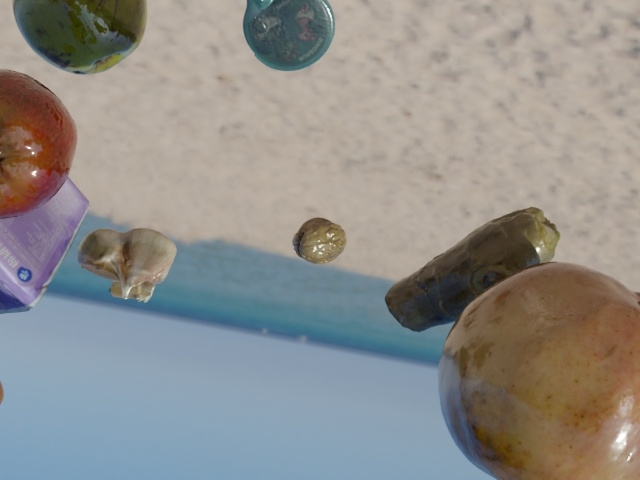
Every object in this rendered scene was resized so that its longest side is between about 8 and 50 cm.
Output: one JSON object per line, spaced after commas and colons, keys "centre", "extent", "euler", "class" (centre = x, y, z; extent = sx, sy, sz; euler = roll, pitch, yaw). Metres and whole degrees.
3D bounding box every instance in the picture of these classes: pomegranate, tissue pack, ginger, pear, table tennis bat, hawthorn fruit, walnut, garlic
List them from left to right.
{"centre": [-0.541, -0.075, 2.026], "extent": [0.160, 0.242, 0.338], "euler": [-10, 131, 33], "class": "tissue pack"}
{"centre": [-0.398, -0.125, 1.649], "extent": [0.196, 0.196, 0.225], "euler": [10, -168, 3], "class": "hawthorn fruit"}
{"centre": [-0.472, -0.466, 2.580], "extent": [0.283, 0.283, 0.283], "euler": [10, 175, 1], "class": "pear"}
{"centre": [-0.328, 0.035, 2.170], "extent": [0.174, 0.124, 0.099], "euler": [10, 176, 11], "class": "garlic"}
{"centre": [-0.068, -0.314, 1.747], "extent": [0.201, 0.124, 0.033], "euler": [41, -167, -25], "class": "table tennis bat"}
{"centre": [0.000, 0.000, 2.265], "extent": [0.096, 0.082, 0.079], "euler": [-11, -178, -31], "class": "walnut"}
{"centre": [0.220, 0.045, 1.846], "extent": [0.263, 0.116, 0.109], "euler": [-30, 152, 25], "class": "ginger"}
{"centre": [0.318, 0.172, 1.578], "extent": [0.338, 0.338, 0.338], "euler": [10, 175, 1], "class": "pomegranate"}

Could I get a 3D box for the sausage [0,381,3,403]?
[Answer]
{"centre": [-0.608, 0.191, 2.147], "extent": [0.238, 0.098, 0.098], "euler": [55, 178, 3], "class": "sausage"}
